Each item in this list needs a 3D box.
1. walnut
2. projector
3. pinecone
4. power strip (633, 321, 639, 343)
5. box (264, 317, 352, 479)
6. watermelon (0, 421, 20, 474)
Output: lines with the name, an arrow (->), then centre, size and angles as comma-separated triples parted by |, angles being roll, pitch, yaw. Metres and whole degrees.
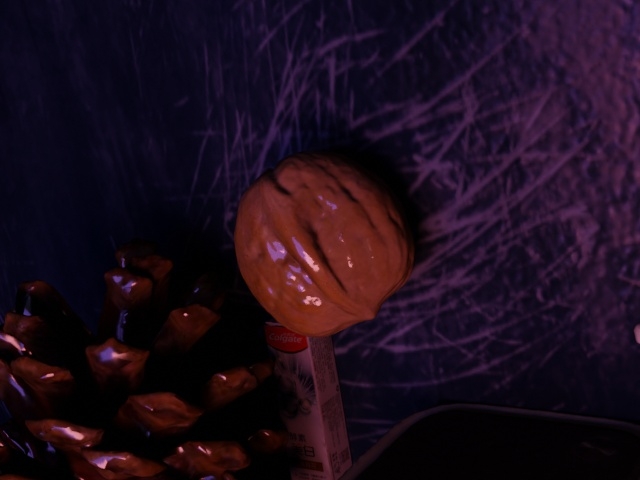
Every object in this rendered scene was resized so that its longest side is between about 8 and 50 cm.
walnut -> 0.000, 0.000, 0.987 | 0.166, 0.149, 0.167 | -1, 87, 16
projector -> 0.157, 0.305, 0.938 | 0.248, 0.248, 0.249 | 1, 110, 34
pinecone -> -0.193, 0.180, 1.073 | 0.384, 0.384, 0.384 | 13, 116, 29
power strip -> 0.414, 0.092, 0.796 | 0.385, 0.062, 0.091 | 6, 109, 31
box -> -0.008, 0.178, 1.129 | 0.055, 0.039, 0.218 | 2, 110, 35
watermelon -> -0.314, 0.306, 1.284 | 0.212, 0.212, 0.212 | 13, 116, 29
